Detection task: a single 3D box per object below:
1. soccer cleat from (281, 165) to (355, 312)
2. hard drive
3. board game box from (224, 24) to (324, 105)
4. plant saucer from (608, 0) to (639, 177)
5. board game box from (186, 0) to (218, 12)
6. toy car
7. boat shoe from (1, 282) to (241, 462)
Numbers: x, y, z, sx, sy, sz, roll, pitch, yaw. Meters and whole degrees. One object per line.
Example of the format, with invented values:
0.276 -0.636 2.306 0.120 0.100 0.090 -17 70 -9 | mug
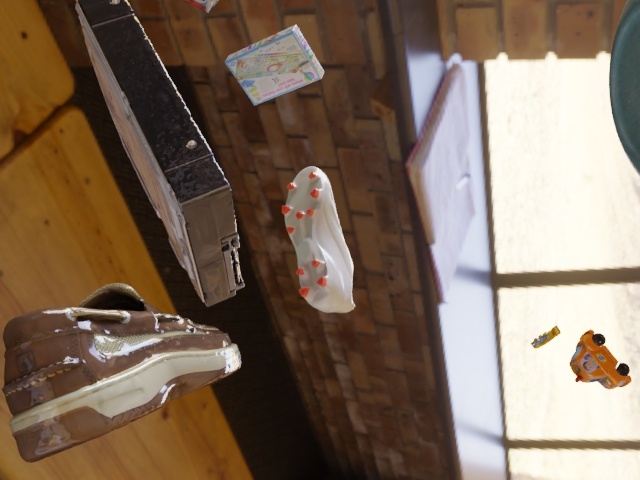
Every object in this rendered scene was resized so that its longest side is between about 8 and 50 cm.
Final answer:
0.000 0.000 0.884 0.076 0.068 0.196 29 44 -47 | soccer cleat
-0.193 -0.111 0.868 0.064 0.339 0.237 -24 154 -15 | hard drive
-0.085 -0.319 1.322 0.103 0.154 0.026 55 34 -32 | board game box
0.225 -0.098 0.453 0.195 0.037 0.195 171 -90 -86 | plant saucer
-0.244 -0.468 1.023 0.142 0.275 0.144 -58 -169 29 | board game box
0.237 0.115 0.672 0.060 0.040 0.122 59 -8 2 | toy car
-0.128 0.073 0.512 0.257 0.095 0.095 17 50 -81 | boat shoe
